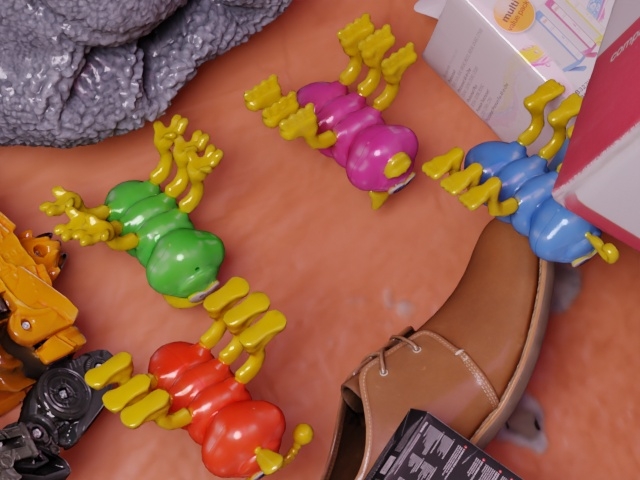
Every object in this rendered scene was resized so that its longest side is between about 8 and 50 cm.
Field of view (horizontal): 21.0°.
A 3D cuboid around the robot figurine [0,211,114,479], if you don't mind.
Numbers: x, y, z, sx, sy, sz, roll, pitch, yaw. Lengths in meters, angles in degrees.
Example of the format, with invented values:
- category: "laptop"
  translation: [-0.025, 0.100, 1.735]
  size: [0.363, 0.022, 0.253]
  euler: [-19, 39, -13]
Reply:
- category: "robot figurine"
  translation: [-0.234, 0.058, 0.783]
  size: [0.291, 0.085, 0.211]
  euler: [-26, 76, -45]

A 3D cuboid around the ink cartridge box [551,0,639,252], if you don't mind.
- category: "ink cartridge box"
  translation: [0.310, -0.129, 0.858]
  size: [0.279, 0.160, 0.385]
  euler: [29, 55, -10]

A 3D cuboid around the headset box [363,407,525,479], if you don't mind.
- category: "headset box"
  translation: [0.062, 0.128, 0.811]
  size: [0.083, 0.032, 0.062]
  euler: [35, 81, -11]

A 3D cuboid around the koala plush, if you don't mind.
- category: "koala plush"
  translation: [-0.138, -0.169, 0.827]
  size: [0.196, 0.221, 0.203]
  euler: [34, 71, 21]

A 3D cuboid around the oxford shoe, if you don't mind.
- category: "oxford shoe"
  translation: [0.055, 0.068, 0.863]
  size: [0.076, 0.076, 0.212]
  euler: [32, 70, -13]

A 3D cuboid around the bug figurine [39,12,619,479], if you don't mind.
- category: "bug figurine"
  translation: [0.000, 0.000, 0.857]
  size: [0.279, 0.072, 0.216]
  euler: [-31, 50, -15]

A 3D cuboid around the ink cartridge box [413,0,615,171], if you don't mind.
- category: "ink cartridge box"
  translation: [0.128, -0.106, 0.929]
  size: [0.092, 0.090, 0.143]
  euler: [-41, 82, -18]
